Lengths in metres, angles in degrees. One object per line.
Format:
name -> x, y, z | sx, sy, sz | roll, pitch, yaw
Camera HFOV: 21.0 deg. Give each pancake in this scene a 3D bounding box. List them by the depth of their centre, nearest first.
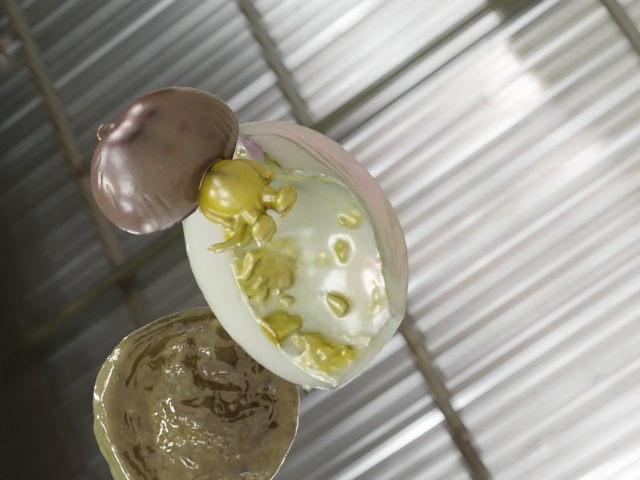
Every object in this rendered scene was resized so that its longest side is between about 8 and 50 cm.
pancake -> -0.131, 0.184, 1.840 | 0.242, 0.242, 0.050 | 51, 168, -16

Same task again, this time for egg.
egg -> -0.013, -0.005, 1.675 | 0.162, 0.206, 0.271 | -28, -73, -35

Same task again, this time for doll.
doll -> -0.118, -0.051, 1.494 | 0.188, 0.145, 0.096 | 52, 173, 24
